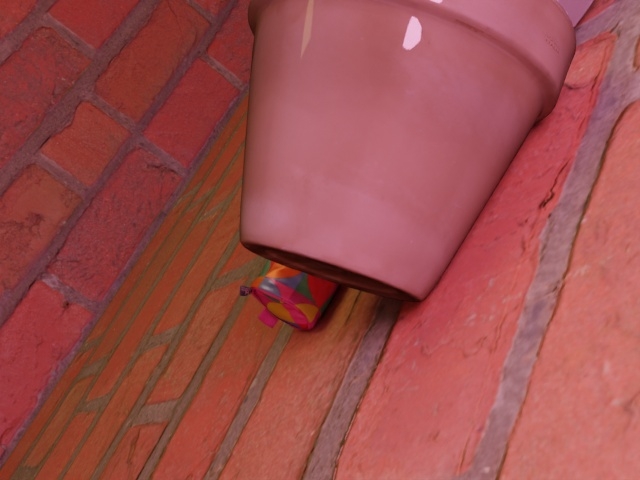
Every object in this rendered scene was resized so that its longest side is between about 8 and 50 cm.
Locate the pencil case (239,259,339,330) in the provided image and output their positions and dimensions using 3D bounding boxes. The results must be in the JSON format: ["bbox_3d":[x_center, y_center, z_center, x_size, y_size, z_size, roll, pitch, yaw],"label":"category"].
[{"bbox_3d":[0.000,0.000,0.987,0.236,0.104,0.104,-57,18,-19],"label":"pencil case"}]

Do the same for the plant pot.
[{"bbox_3d":[0.055,-0.098,0.775,0.323,0.323,0.280,-2,70,68],"label":"plant pot"}]

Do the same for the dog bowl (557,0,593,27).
[{"bbox_3d":[0.229,-0.333,0.965,0.349,0.102,0.349,-51,22,30],"label":"dog bowl"}]
